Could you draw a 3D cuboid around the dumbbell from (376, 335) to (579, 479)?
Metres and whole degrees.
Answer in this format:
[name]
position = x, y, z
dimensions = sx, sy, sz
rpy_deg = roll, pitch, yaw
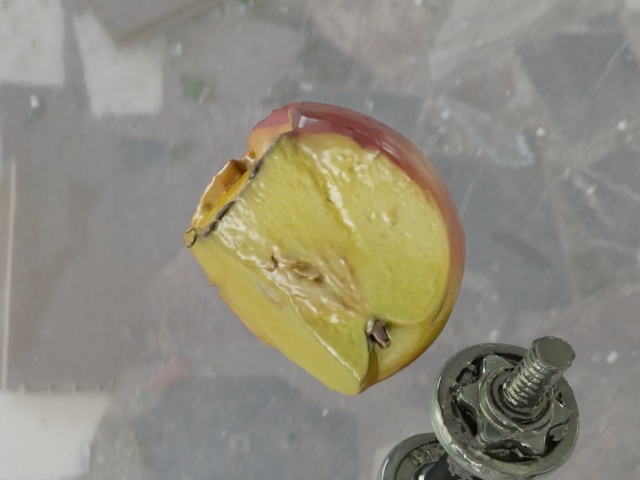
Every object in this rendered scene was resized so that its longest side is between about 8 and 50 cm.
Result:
[dumbbell]
position = 0.082, 0.118, 0.887
dimensions = 0.081, 0.254, 0.082
rpy_deg = 8, 57, -12

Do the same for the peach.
[peach]
position = 0.005, 0.001, 0.786
dimensions = 0.151, 0.151, 0.118
rpy_deg = 33, 28, 7
